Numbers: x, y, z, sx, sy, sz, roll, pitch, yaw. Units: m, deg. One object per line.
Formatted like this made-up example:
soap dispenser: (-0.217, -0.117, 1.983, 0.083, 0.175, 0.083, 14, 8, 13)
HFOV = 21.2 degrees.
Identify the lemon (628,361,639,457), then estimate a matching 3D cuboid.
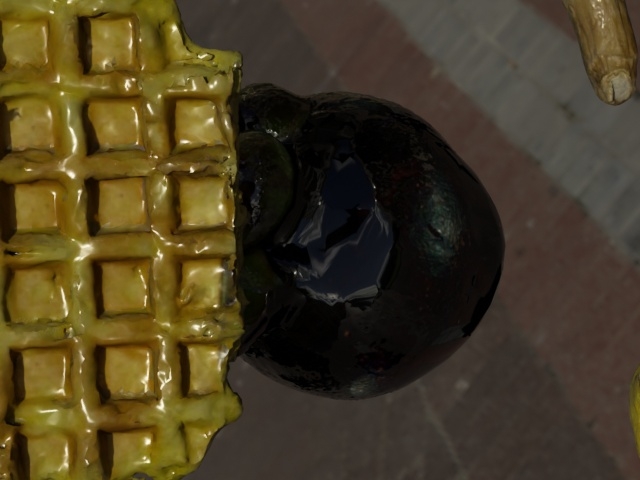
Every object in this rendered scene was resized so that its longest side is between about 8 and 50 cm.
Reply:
lemon: (0.434, 0.168, 1.616, 0.268, 0.322, 0.268, -31, 43, 34)

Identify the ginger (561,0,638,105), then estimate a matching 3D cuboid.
ginger: (0.212, -0.254, 1.393, 0.086, 0.295, 0.131, -20, 10, -16)

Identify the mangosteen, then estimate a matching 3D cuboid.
mangosteen: (0.000, 0.000, 1.184, 0.243, 0.243, 0.243, -44, 22, 23)

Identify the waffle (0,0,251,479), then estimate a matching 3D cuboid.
waffle: (-0.153, -0.015, 0.896, 0.312, 0.307, 0.060, -59, 15, -1)
